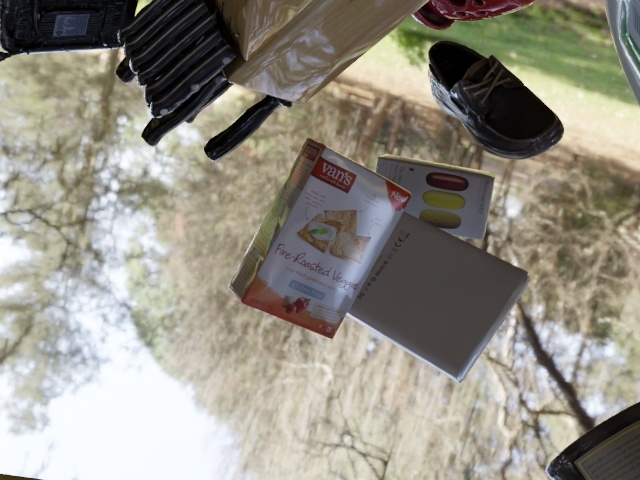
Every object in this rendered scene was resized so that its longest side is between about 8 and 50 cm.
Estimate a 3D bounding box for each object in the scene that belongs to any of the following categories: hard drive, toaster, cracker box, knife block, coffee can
[{"bbox_3d":[0.178,0.082,1.550,0.353,0.233,0.047,29,165,34],"label":"hard drive"},{"bbox_3d":[-0.303,-0.305,0.948,0.185,0.168,0.110,-15,-126,-38],"label":"toaster"},{"bbox_3d":[0.000,0.000,1.119,0.155,0.232,0.067,25,-174,-30],"label":"cracker box"},{"bbox_3d":[-0.018,-0.167,0.633,0.275,0.088,0.242,-20,161,-17],"label":"knife block"},{"bbox_3d":[0.476,0.387,1.146,0.201,0.201,0.275,6,-136,-47],"label":"coffee can"}]

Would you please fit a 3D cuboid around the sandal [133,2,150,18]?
[{"bbox_3d":[-0.173,-0.250,1.044,0.040,0.067,0.179,49,-165,14],"label":"sandal"}]

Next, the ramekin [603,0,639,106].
[{"bbox_3d":[0.442,-0.253,0.957,0.148,0.304,0.303,-19,-175,10],"label":"ramekin"}]

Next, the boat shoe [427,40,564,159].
[{"bbox_3d":[0.298,-0.265,1.522,0.130,0.132,0.355,49,177,-42],"label":"boat shoe"}]

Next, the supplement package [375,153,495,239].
[{"bbox_3d":[0.237,-0.095,1.751,0.243,0.139,0.134,10,-169,10],"label":"supplement package"}]

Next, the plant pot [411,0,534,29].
[{"bbox_3d":[0.218,-0.426,1.259,0.174,0.191,0.191,-7,171,43],"label":"plant pot"}]

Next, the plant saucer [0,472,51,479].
[{"bbox_3d":[-0.568,0.434,1.335,0.332,0.081,0.332,16,151,-21],"label":"plant saucer"}]
